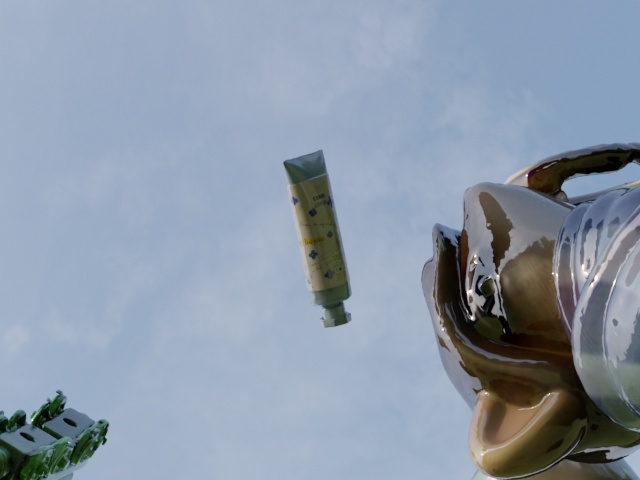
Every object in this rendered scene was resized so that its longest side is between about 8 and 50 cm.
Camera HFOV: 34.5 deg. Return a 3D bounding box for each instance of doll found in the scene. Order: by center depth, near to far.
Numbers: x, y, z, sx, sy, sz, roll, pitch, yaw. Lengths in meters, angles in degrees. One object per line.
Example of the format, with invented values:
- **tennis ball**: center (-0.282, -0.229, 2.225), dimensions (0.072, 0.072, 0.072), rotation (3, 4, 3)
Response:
- **doll**: center (0.200, -0.007, 0.579), dimensions (0.318, 0.209, 0.340), rotation (-16, -19, -47)

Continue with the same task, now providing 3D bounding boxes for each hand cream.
- **hand cream**: center (0.000, 0.000, 1.006), dimensions (0.043, 0.065, 0.171), rotation (-3, -78, 36)

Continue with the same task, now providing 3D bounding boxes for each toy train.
- **toy train**: center (-0.293, 0.227, 1.040), dimensions (0.085, 0.251, 0.119), rotation (30, -90, 7)

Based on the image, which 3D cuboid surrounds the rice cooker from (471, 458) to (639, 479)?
- **rice cooker**: center (0.190, 0.233, 0.788), dimensions (0.145, 0.127, 0.206), rotation (-28, -60, -10)
